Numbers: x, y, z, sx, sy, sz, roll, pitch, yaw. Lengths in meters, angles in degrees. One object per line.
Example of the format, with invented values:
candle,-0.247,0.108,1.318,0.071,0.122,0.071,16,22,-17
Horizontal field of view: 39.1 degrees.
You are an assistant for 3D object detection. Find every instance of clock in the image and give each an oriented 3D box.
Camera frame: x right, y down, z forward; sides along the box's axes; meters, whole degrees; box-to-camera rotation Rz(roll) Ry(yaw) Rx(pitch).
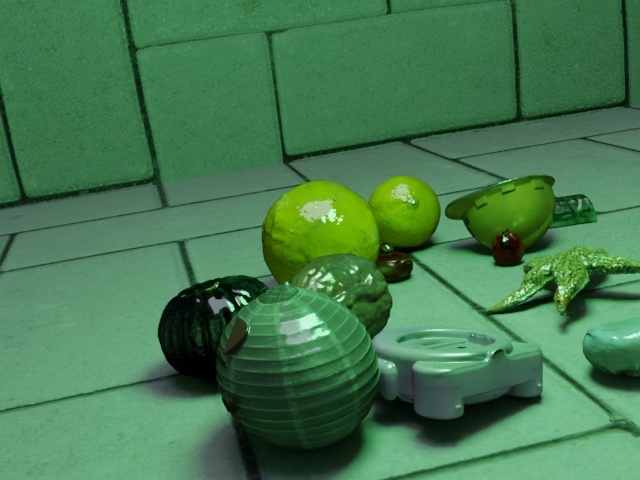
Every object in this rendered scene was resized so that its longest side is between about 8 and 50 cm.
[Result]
clock,0.181,0.186,1.350,0.228,0.090,0.248,-6,7,-34

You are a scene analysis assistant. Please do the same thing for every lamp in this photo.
lamp,-0.036,0.172,1.271,0.233,0.233,0.265,-7,10,1

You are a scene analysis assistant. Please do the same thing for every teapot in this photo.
teapot,0.150,0.043,1.955,0.098,0.078,0.129,-15,17,-27

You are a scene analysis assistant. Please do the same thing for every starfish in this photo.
starfish,0.459,0.059,1.715,0.347,0.078,0.358,-22,12,-21

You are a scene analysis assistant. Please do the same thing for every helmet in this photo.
helmet,0.424,-0.042,2.030,0.257,0.140,0.205,-18,-18,2

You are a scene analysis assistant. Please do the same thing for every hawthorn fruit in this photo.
hawthorn fruit,0.403,0.017,1.946,0.077,0.077,0.077,-7,15,2

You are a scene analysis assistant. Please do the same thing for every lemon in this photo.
lemon,0.199,-0.069,2.154,0.178,0.178,0.203,-10,-10,-11
lemon,0.000,0.001,1.870,0.261,0.260,0.284,-2,15,21

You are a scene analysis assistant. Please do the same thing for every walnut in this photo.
walnut,0.022,0.115,1.564,0.178,0.178,0.230,4,23,37

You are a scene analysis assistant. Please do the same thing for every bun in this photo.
bun,0.465,0.163,1.354,0.141,0.083,0.141,-11,5,1

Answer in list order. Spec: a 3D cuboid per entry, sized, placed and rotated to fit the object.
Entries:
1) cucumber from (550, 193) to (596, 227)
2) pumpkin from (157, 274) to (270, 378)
cucumber,0.541,-0.067,2.224,0.244,0.063,0.115,-10,14,-6
pumpkin,-0.171,0.150,1.554,0.221,0.161,0.220,-14,5,1
